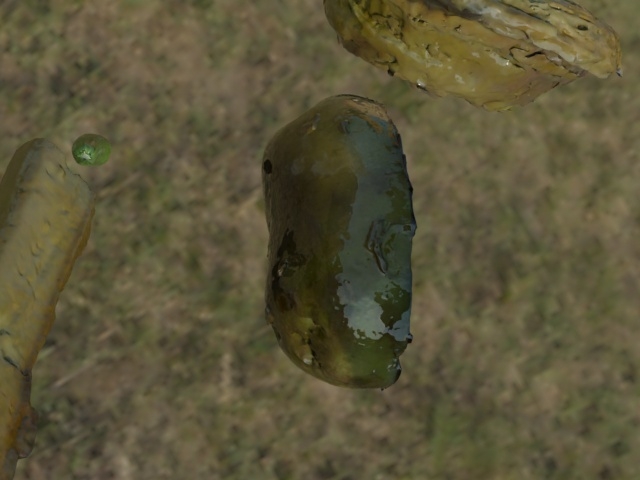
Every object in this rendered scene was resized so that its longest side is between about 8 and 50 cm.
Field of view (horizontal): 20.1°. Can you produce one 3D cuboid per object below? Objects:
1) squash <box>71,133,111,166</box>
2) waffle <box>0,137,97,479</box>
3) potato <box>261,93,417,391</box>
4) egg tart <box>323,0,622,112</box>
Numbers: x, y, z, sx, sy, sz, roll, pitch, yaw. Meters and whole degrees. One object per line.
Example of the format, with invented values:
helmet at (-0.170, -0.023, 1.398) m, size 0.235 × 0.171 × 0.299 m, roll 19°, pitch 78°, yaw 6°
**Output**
squash at (-0.178, -0.070, 1.390) m, size 0.027 × 0.027 × 0.089 m, roll 58°, pitch 3°, yaw -1°
waffle at (-0.323, 0.084, 1.175) m, size 0.077 × 0.348 × 0.304 m, roll 59°, pitch 27°, yaw -32°
potato at (0.000, 0.000, 1.140) m, size 0.081 × 0.164 × 0.200 m, roll 1°, pitch 51°, yaw -12°
egg tart at (0.122, -0.218, 1.755) m, size 0.352 × 0.150 × 0.352 m, roll 26°, pitch 12°, yaw -6°
